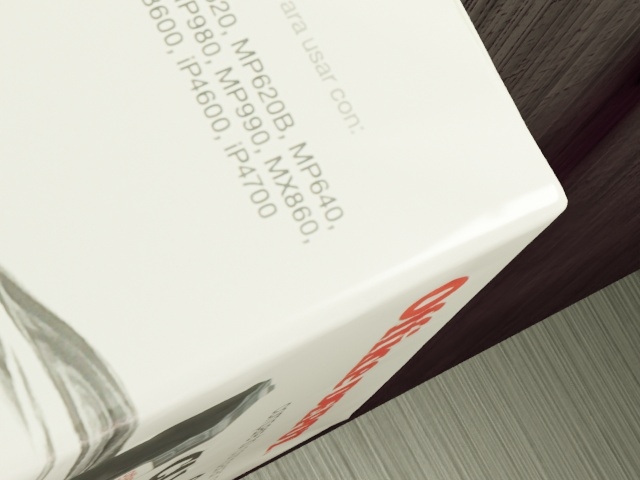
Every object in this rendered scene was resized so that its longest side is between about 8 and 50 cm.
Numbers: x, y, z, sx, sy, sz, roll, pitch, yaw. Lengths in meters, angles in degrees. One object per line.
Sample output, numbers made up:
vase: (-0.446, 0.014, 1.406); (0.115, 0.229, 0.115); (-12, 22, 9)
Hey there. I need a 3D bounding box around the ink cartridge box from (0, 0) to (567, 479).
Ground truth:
ink cartridge box: (-0.107, 0.028, 0.430); (0.273, 0.114, 0.197); (-26, 170, -20)
